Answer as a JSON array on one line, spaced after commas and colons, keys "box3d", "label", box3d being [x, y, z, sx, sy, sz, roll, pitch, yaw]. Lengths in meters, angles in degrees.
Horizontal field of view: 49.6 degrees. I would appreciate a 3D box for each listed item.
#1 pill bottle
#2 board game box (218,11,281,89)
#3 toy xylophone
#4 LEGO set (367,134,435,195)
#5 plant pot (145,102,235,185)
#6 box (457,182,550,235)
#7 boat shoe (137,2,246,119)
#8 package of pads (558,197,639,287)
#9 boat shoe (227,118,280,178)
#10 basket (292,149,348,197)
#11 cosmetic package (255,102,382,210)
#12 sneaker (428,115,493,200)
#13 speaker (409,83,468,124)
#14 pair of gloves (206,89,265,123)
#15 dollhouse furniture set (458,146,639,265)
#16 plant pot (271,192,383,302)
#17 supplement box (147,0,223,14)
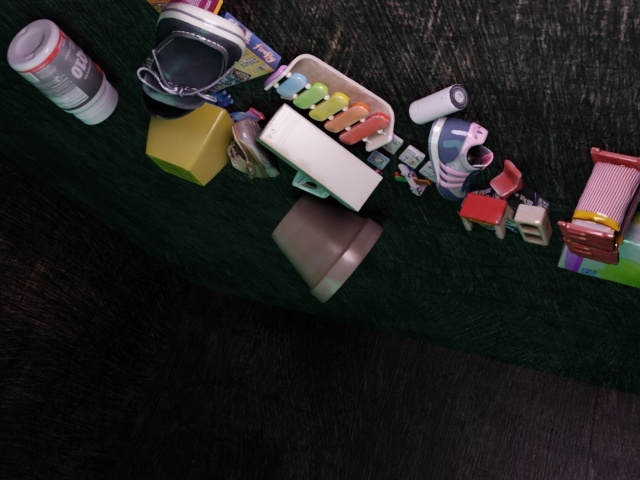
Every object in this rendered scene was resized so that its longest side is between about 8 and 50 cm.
[{"box3d": [-0.698, -0.454, 1.905, 0.161, 0.161, 0.283, 11, 161, 29], "label": "pill bottle"}, {"box3d": [-0.229, -0.437, 1.625, 0.165, 0.042, 0.243, 34, 158, -35], "label": "board game box"}, {"box3d": [0.021, -0.318, 1.634, 0.323, 0.081, 0.236, 25, 162, -13], "label": "toy xylophone"}, {"box3d": [0.224, -0.203, 1.845, 0.183, 0.060, 0.244, 34, 161, -1], "label": "LEGO set"}, {"box3d": [-0.369, -0.278, 1.952, 0.212, 0.187, 0.212, 22, 169, 14], "label": "plant pot"}, {"box3d": [0.478, -0.085, 1.815, 0.147, 0.077, 0.180, 28, 161, -24], "label": "box"}, {"box3d": [-0.290, -0.366, 1.484, 0.187, 0.155, 0.500, 18, 171, -22], "label": "boat shoe"}, {"box3d": [0.748, 0.015, 1.770, 0.229, 0.101, 0.296, 15, 162, 18], "label": "package of pads"}, {"box3d": [-0.201, -0.241, 1.946, 0.117, 0.123, 0.324, -16, 163, 6], "label": "boat shoe"}, {"box3d": [0.000, -0.204, 1.957, 0.113, 0.103, 0.167, 23, 162, -8], "label": "basket"}, {"box3d": [-0.007, -0.212, 1.777, 0.309, 0.113, 0.160, 37, -179, -10], "label": "cosmetic package"}, {"box3d": [0.344, -0.175, 1.642, 0.131, 0.112, 0.319, 16, 163, 25], "label": "sneaker"}, {"box3d": [0.253, -0.292, 1.492, 0.055, 0.055, 0.136, 29, 160, -25], "label": "speaker"}, {"box3d": [-0.252, -0.363, 1.905, 0.198, 0.023, 0.159, 30, 159, -27], "label": "pair of gloves"}, {"box3d": [0.513, -0.100, 1.558, 0.374, 0.201, 0.152, 17, 163, 34], "label": "dollhouse furniture set"}, {"box3d": [0.000, 0.000, 2.299, 0.280, 0.323, 0.323, 38, 161, -1], "label": "plant pot"}, {"box3d": [-0.301, -0.517, 1.403, 0.104, 0.080, 0.188, 9, 159, 33], "label": "supplement box"}]
